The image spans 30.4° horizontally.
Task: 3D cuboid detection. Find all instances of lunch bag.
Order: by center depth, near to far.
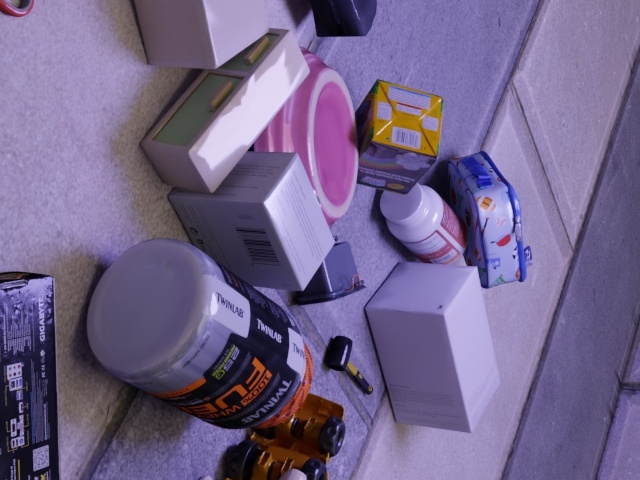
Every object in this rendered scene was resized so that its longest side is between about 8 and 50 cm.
[{"bbox_3d":[0.350,-0.051,2.472,0.303,0.115,0.243,-111,-170,-65],"label":"lunch bag"}]

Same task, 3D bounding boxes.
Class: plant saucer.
[{"bbox_3d":[-0.012,-0.160,1.967,0.332,0.084,0.332,-1,90,-71],"label":"plant saucer"}]

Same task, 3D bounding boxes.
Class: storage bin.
[{"bbox_3d":[0.017,0.056,2.092,0.135,0.098,0.091,-19,98,-57],"label":"storage bin"}]

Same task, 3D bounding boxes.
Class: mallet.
[{"bbox_3d":[0.064,0.238,2.237,0.189,0.039,0.062,46,52,-56],"label":"mallet"}]

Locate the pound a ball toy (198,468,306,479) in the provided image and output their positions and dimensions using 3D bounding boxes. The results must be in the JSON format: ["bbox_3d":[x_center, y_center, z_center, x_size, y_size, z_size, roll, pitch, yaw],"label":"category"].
[{"bbox_3d":[-0.095,0.497,1.823,0.135,0.208,0.319,-53,136,-43],"label":"pound a ball toy"}]

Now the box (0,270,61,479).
[{"bbox_3d":[-0.423,0.208,1.386,0.257,0.079,0.321,-10,101,-56],"label":"box"}]

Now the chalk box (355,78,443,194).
[{"bbox_3d":[0.123,-0.175,2.147,0.213,0.133,0.132,130,-30,-63],"label":"chalk box"}]

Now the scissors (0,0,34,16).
[{"bbox_3d":[-0.424,-0.384,1.386,0.297,0.021,0.109,49,54,-51],"label":"scissors"}]

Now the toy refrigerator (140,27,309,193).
[{"bbox_3d":[-0.140,-0.202,1.749,0.269,0.102,0.094,-53,136,-27],"label":"toy refrigerator"}]

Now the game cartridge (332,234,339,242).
[{"bbox_3d":[0.000,0.000,2.073,0.083,0.056,0.017,-2,82,-80],"label":"game cartridge"}]

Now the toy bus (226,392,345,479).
[{"bbox_3d":[-0.045,0.395,1.977,0.211,0.150,0.220,81,28,-43],"label":"toy bus"}]

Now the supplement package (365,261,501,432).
[{"bbox_3d":[0.232,0.211,2.367,0.175,0.178,0.292,-49,133,-45],"label":"supplement package"}]

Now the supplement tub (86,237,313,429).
[{"bbox_3d":[-0.159,0.148,1.690,0.338,0.207,0.207,39,60,-53],"label":"supplement tub"}]

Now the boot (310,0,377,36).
[{"bbox_3d":[0.041,-0.616,1.974,0.367,0.146,0.445,-60,145,-33],"label":"boot"}]

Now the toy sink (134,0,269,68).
[{"bbox_3d":[-0.183,-0.382,1.680,0.153,0.131,0.234,-47,136,-47],"label":"toy sink"}]

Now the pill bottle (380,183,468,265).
[{"bbox_3d":[0.205,-0.038,2.356,0.216,0.121,0.121,40,59,-53],"label":"pill bottle"}]

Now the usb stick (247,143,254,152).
[{"bbox_3d":[-0.099,-0.163,1.917,0.077,0.045,0.277,-31,118,-53],"label":"usb stick"}]

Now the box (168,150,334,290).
[{"bbox_3d":[-0.102,-0.032,1.793,0.119,0.182,0.181,-56,137,-38],"label":"box"}]
